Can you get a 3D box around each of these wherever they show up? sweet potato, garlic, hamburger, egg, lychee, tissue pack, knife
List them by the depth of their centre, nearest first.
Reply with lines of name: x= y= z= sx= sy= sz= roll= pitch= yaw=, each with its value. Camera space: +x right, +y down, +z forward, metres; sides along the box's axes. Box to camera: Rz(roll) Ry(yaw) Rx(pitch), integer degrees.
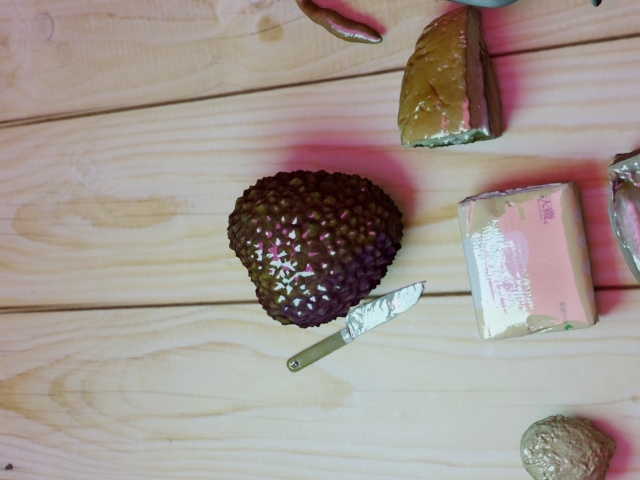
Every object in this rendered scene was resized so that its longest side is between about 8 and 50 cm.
garlic: x=0.504 y=-0.030 z=1.416 sx=0.237 sy=0.210 sz=0.292 roll=-36 pitch=72 yaw=20
hamburger: x=0.182 y=-0.240 z=1.583 sx=0.155 sy=0.135 sz=0.208 roll=-2 pitch=96 yaw=24
egg: x=0.364 y=0.320 z=1.583 sx=0.140 sy=0.116 sz=0.118 roll=16 pitch=93 yaw=-7
tissue pack: x=0.307 y=0.030 z=1.583 sx=0.186 sy=0.090 sz=0.222 roll=-8 pitch=94 yaw=25
lychee: x=0.000 y=0.000 z=1.661 sx=0.271 sy=0.271 sz=0.271 roll=4 pitch=99 yaw=26
sweet potato: x=0.021 y=-0.349 z=1.700 sx=0.179 sy=0.044 sz=0.044 roll=30 pitch=109 yaw=20
knife: x=0.054 y=0.141 z=1.767 sx=0.298 sy=0.017 sz=0.047 roll=-31 pitch=77 yaw=27

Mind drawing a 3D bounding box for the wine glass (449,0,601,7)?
wine glass: x=0.283 y=-0.393 z=1.517 sx=0.241 sy=0.126 sz=0.126 roll=8 pitch=101 yaw=24
